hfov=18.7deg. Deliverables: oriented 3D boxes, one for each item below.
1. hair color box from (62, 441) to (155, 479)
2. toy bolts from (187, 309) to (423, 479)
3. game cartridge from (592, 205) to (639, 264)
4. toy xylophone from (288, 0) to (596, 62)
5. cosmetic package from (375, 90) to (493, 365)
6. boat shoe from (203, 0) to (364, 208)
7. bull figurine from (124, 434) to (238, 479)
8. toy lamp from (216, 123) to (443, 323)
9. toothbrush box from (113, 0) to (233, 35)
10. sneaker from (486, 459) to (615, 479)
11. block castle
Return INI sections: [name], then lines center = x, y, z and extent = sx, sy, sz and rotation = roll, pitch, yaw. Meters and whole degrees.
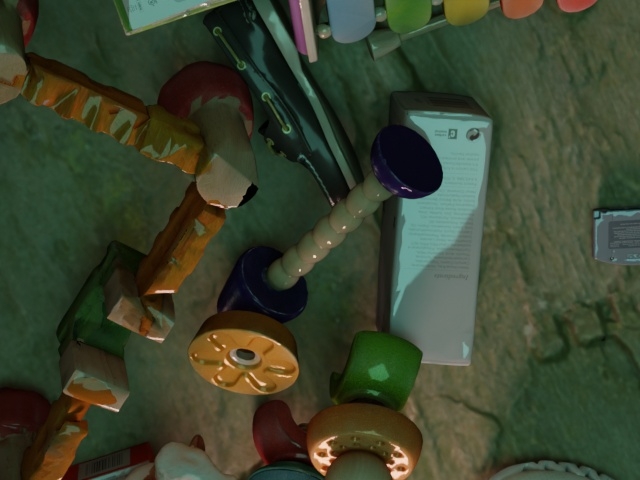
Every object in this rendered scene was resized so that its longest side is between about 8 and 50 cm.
[hair color box]
center = -0.180, 0.288, 1.854
extent = 0.093, 0.053, 0.167
rotation = -18, 107, 0
[toy bolts]
center = -0.032, 0.192, 1.740
extent = 0.218, 0.158, 0.228
rotation = 16, 142, -5
[game cartridge]
center = 0.298, -0.005, 1.838
extent = 0.083, 0.017, 0.056
rotation = -2, 102, -4
[toy xylophone]
center = 0.126, -0.236, 1.662
extent = 0.322, 0.081, 0.236
rotation = -20, 149, 4
[cosmetic package]
center = 0.100, -0.013, 1.767
extent = 0.085, 0.117, 0.231
rotation = 4, 103, -5
[boat shoe]
center = -0.028, -0.117, 1.749
extent = 0.068, 0.081, 0.228
rotation = -26, 101, 8
[bull figurine]
center = -0.176, 0.311, 1.772
extent = 0.310, 0.101, 0.188
rotation = -30, 97, 17
[toy lamp]
center = 0.000, 0.000, 1.726
extent = 0.080, 0.080, 0.274
rotation = 39, 130, -13
[toothbrush box]
center = -0.136, -0.299, 1.582
extent = 0.122, 0.283, 0.206
rotation = -18, 106, 1
[sneaker]
center = 0.285, 0.298, 1.866
extent = 0.292, 0.118, 0.110
rotation = 20, 104, -8
[block castle]
center = -0.280, 0.008, 1.687
extent = 0.303, 0.213, 0.453
rotation = 24, 111, -22
